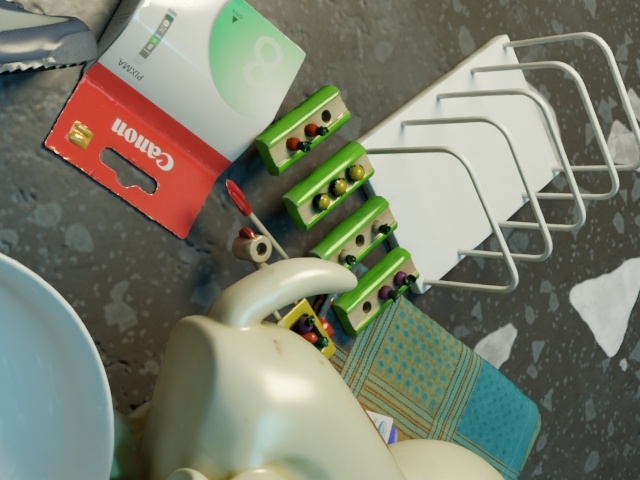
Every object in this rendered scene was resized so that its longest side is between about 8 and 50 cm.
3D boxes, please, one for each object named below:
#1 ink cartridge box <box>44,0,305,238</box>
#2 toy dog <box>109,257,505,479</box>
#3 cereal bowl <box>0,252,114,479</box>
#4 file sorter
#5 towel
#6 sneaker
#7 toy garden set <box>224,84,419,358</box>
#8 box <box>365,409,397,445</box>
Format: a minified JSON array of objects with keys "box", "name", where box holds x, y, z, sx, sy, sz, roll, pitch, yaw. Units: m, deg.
[{"box":[-0.133,-0.140,1.122,0.181,0.056,0.225,37,68,-33],"name":"ink cartridge box"},{"box":[0.001,0.246,1.071,0.408,0.284,0.395,28,75,-30],"name":"toy dog"},{"box":[-0.343,0.159,0.913,0.339,0.141,0.339,-2,93,-38],"name":"cereal bowl"},{"box":[0.210,-0.091,1.315,0.277,0.173,0.193,-39,115,-31],"name":"file sorter"},{"box":[0.092,0.222,1.321,0.370,0.040,0.271,38,68,-30],"name":"towel"},{"box":[-0.325,-0.194,0.933,0.319,0.112,0.131,-6,98,-39],"name":"sneaker"},{"box":[0.000,0.000,1.182,0.204,0.049,0.244,-41,119,-29],"name":"toy garden set"},{"box":[0.022,0.213,1.229,0.136,0.028,0.081,23,77,-36],"name":"box"}]
